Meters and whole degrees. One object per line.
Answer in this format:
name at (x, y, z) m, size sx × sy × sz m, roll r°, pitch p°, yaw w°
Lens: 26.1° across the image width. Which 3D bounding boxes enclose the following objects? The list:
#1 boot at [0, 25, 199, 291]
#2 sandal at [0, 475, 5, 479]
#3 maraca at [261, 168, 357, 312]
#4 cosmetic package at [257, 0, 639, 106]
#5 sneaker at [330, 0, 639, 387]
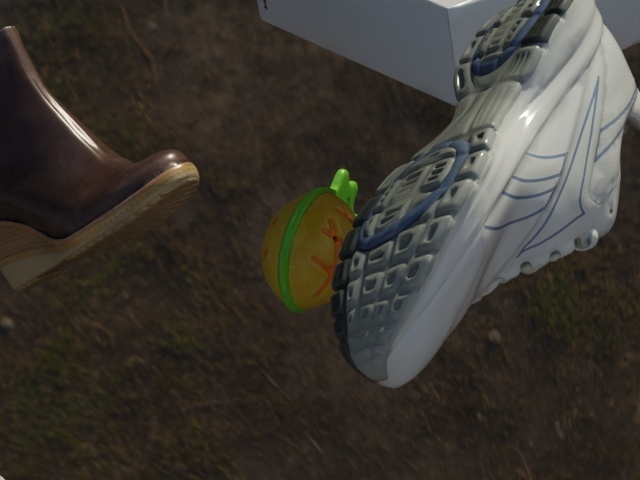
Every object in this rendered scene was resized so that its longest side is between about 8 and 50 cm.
boot at (-0.226, -0.085, 1.149) m, size 0.248 × 0.090 × 0.206 m, roll -25°, pitch 87°, yaw 37°
sandal at (-0.191, 0.300, 0.957) m, size 0.416 × 0.102 × 0.169 m, roll 41°, pitch 103°, yaw -15°
maraca at (0.000, 0.000, 1.451) m, size 0.099 × 0.127 × 0.185 m, roll 12°, pitch 33°, yaw 22°
cosmetic package at (0.139, -0.249, 1.284) m, size 0.284 × 0.097 × 0.377 m, roll -23°, pitch 29°, yaw -21°
sneaker at (0.116, -0.026, 0.814) m, size 0.129 × 0.111 × 0.297 m, roll 45°, pitch 63°, yaw -18°
